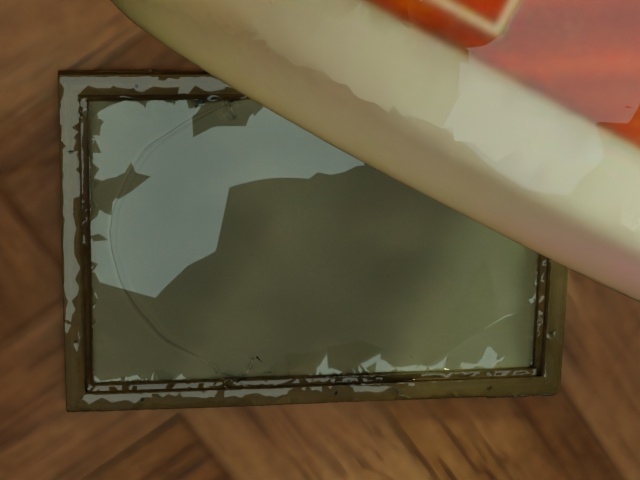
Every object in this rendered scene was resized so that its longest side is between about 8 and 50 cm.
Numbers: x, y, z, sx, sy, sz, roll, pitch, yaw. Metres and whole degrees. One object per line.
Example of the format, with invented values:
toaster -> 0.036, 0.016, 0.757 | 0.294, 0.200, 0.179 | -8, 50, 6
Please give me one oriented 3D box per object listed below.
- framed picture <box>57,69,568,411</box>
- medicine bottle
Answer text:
framed picture -> 0.000, 0.000, 0.627 | 0.200, 0.010, 0.136 | -1, 107, -8
medicine bottle -> 0.089, -0.128, 0.467 | 0.252, 0.252, 0.241 | 25, 101, -15
